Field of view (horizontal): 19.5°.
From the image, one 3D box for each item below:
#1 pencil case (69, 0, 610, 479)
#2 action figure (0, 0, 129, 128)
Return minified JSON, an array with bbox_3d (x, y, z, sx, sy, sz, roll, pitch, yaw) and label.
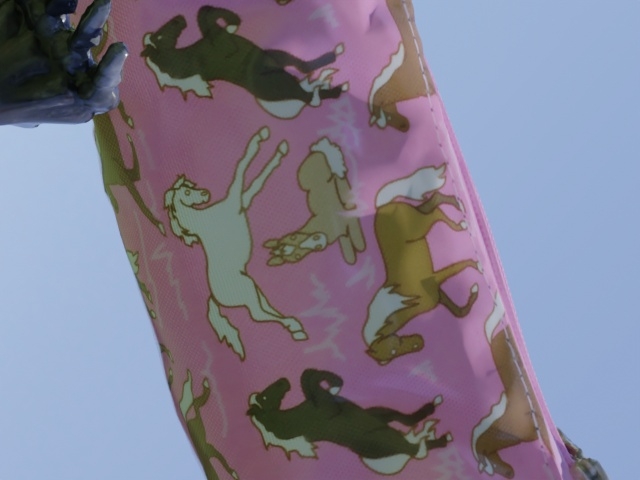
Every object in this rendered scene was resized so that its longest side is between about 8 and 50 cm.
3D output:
[{"bbox_3d":[0.000,0.000,0.853,0.167,0.386,0.160,-22,-175,-31],"label":"pencil case"},{"bbox_3d":[-0.190,-0.012,0.398,0.276,0.164,0.141,-34,164,-19],"label":"action figure"}]
